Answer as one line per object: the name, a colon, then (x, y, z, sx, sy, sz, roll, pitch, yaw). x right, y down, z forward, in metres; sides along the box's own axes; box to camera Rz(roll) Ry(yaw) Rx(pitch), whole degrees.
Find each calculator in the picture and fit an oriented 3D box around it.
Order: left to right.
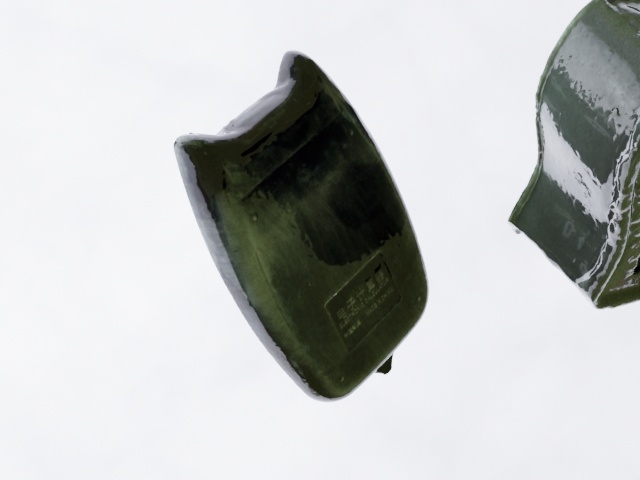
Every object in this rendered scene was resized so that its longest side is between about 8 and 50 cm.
calculator: (0.000, 0.000, 0.881, 0.177, 0.040, 0.268, -44, -58, -29)

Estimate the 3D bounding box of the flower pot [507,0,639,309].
flower pot: (0.219, -0.059, 0.827, 0.103, 0.108, 0.229, -18, -41, -21)
